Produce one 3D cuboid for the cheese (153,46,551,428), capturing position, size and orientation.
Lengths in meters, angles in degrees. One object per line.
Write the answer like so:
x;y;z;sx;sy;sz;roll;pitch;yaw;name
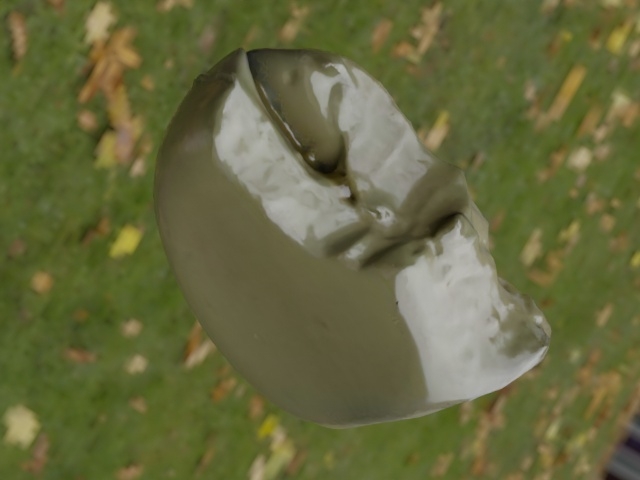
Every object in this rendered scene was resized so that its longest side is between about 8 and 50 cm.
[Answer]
0.000;0.000;0.878;0.175;0.202;0.091;-7;-149;48;cheese
